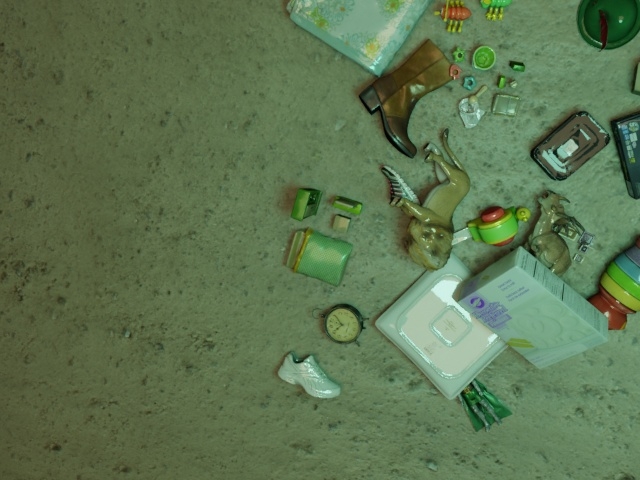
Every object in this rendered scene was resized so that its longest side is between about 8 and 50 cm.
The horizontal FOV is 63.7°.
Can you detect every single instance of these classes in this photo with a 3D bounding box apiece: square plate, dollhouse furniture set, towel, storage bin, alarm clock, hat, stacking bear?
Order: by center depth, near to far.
[{"bbox_3d":[0.788,-0.601,1.354,0.172,0.183,0.209,-7,96,15],"label":"hat"},{"bbox_3d":[0.872,0.141,1.461,0.164,0.175,0.289,43,115,20],"label":"stacking bear"},{"bbox_3d":[0.711,-0.268,1.476,0.180,0.084,0.122,-43,86,16],"label":"storage bin"},{"bbox_3d":[0.738,0.007,1.510,0.114,0.081,0.091,27,104,10],"label":"dollhouse furniture set"},{"bbox_3d":[0.557,-0.446,1.523,0.076,0.059,0.152,10,120,6],"label":"dollhouse furniture set"},{"bbox_3d":[0.118,-0.730,1.564,0.374,0.090,0.321,36,106,7],"label":"towel"},{"bbox_3d":[0.409,0.269,1.625,0.347,0.049,0.344,45,96,7],"label":"square plate"},{"bbox_3d":[0.000,0.000,1.669,0.197,0.151,0.302,19,103,11],"label":"dollhouse furniture set"},{"bbox_3d":[0.061,0.273,1.739,0.191,0.064,0.130,20,103,9],"label":"alarm clock"}]

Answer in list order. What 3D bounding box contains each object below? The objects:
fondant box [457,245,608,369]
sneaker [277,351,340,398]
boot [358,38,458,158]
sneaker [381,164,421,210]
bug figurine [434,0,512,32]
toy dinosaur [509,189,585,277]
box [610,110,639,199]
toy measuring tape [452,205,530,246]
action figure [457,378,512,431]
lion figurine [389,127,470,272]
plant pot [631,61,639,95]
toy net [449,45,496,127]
[{"bbox_3d":[0.594,0.199,1.459,0.330,0.096,0.238,39,136,-4],"label":"fondant box"},{"bbox_3d":[-0.031,0.459,1.780,0.232,0.090,0.116,22,100,10],"label":"sneaker"},{"bbox_3d":[0.300,-0.427,1.581,0.280,0.096,0.264,-35,87,5],"label":"boot"},{"bbox_3d":[0.239,-0.160,1.627,0.074,0.063,0.170,-40,92,10],"label":"sneaker"},{"bbox_3d":[0.439,-0.747,1.470,0.216,0.072,0.279,2,99,5],"label":"bug figurine"},{"bbox_3d":[0.673,0.025,1.491,0.200,0.127,0.296,-28,118,-10],"label":"toy dinosaur"},{"bbox_3d":[0.927,-0.250,1.415,0.183,0.059,0.233,-18,105,16],"label":"box"},{"bbox_3d":[0.474,-0.017,1.556,0.329,0.121,0.122,-24,91,16],"label":"toy measuring tape"},{"bbox_3d":[0.489,0.500,1.663,0.137,0.063,0.232,-39,84,20],"label":"action figure"},{"bbox_3d":[0.358,-0.117,1.541,0.240,0.142,0.392,35,84,-9],"label":"lion figurine"},{"bbox_3d":[0.904,-0.440,1.393,0.096,0.109,0.109,9,101,24],"label":"plant pot"},{"bbox_3d":[0.442,-0.453,1.526,0.121,0.045,0.233,3,98,-4],"label":"toy net"}]
